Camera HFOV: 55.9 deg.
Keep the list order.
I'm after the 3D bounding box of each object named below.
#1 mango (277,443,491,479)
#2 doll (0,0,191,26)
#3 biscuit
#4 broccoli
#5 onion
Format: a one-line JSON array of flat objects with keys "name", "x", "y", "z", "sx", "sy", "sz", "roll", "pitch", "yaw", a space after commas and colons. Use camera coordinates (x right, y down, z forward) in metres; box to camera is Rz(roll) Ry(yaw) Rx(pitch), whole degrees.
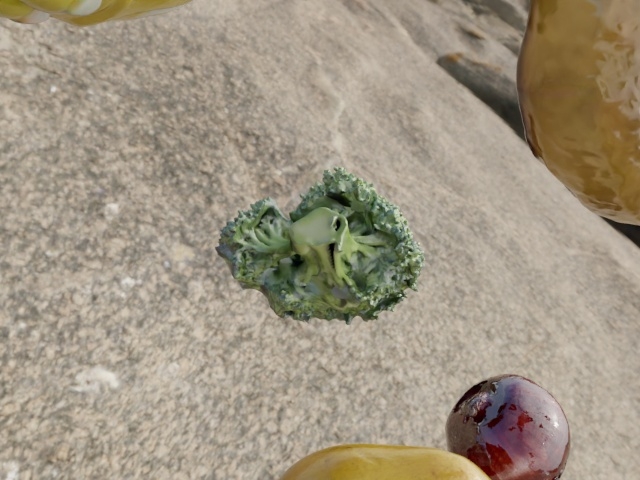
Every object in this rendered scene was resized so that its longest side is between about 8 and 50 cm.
[{"name": "mango", "x": 0.049, "y": 0.252, "z": 0.537, "sx": 0.112, "sy": 0.219, "sz": 0.145, "roll": -8, "pitch": 79, "yaw": -77}, {"name": "doll", "x": -0.177, "y": -0.287, "z": 0.569, "sx": 0.423, "sy": 0.161, "sz": 0.348, "roll": -14, "pitch": 19, "yaw": -26}, {"name": "biscuit", "x": 0.224, "y": -0.129, "z": 0.385, "sx": 0.213, "sy": 0.274, "sz": 0.091, "roll": -27, "pitch": 32, "yaw": -24}, {"name": "broccoli", "x": 0.004, "y": -0.009, "z": 1.085, "sx": 0.375, "sy": 0.302, "sz": 0.249, "roll": 9, "pitch": 52, "yaw": 8}, {"name": "onion", "x": 0.192, "y": 0.202, "z": 0.623, "sx": 0.131, "sy": 0.131, "sz": 0.131, "roll": 23, "pitch": 36, "yaw": -18}]
